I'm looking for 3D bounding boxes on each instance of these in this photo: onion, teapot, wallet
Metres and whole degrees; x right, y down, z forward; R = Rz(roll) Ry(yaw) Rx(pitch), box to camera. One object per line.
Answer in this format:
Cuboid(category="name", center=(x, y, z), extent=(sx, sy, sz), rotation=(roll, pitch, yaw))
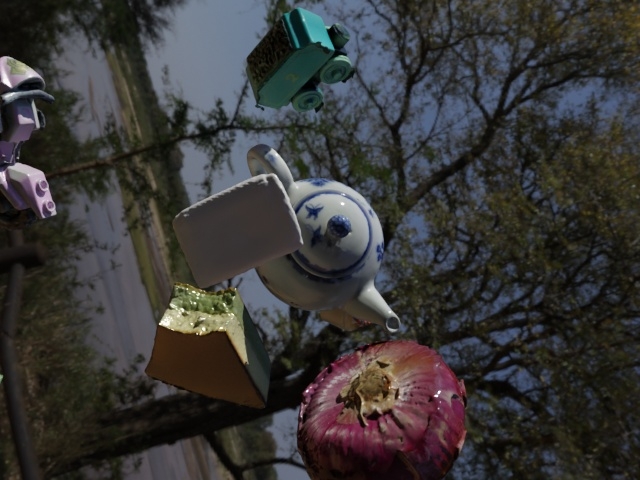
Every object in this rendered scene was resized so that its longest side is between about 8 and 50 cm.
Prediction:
Cuboid(category="onion", center=(0.085, 0.244, 0.739), extent=(0.163, 0.230, 0.230), rotation=(68, -10, -24))
Cuboid(category="teapot", center=(0.000, 0.000, 1.065), extent=(0.423, 0.252, 0.280), rotation=(54, -18, 2))
Cuboid(category="wallet", center=(-0.121, -0.014, 0.843), extent=(0.124, 0.183, 0.032), rotation=(67, 13, 3))

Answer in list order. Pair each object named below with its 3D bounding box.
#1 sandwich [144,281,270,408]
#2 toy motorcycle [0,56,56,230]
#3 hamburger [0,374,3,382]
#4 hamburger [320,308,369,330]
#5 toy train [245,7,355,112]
Cuboid(category="sandwich", center=(-0.166, 0.176, 0.979), extent=(0.108, 0.220, 0.186), rotation=(-80, -167, -49))
Cuboid(category="toy motorcycle", center=(-0.555, -0.184, 1.030), extent=(0.143, 0.188, 0.326), rotation=(-40, 117, -69))
Cuboid(category="hamburger", center=(-0.487, 0.217, 0.735), extent=(0.235, 0.125, 0.214), rotation=(-17, -122, 46))
Cuboid(category="hamburger", center=(0.083, 0.135, 1.634), extent=(0.295, 0.152, 0.226), rotation=(-11, 100, -78))
Cuboid(category="toy train", center=(-0.044, -0.336, 1.103), extent=(0.203, 0.163, 0.112), rotation=(-39, -119, 36))
